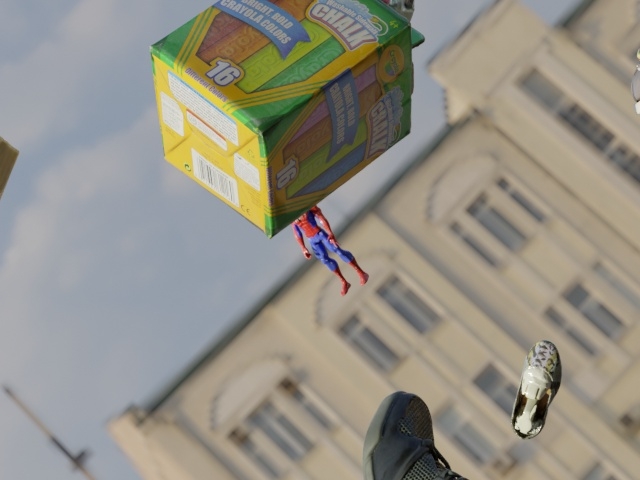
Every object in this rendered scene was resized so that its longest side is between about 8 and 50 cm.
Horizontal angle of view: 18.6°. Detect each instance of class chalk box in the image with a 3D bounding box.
[{"bbox_3d":[-0.011,-0.132,1.553,0.213,0.132,0.132,-39,-31,-25],"label":"chalk box"}]

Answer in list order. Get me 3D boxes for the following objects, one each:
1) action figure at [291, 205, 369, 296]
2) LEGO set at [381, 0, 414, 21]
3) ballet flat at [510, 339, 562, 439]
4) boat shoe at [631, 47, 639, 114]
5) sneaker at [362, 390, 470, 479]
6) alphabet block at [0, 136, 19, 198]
[{"bbox_3d":[0.000,0.000,1.826,0.038,0.115,0.030,-28,18,30],"label":"action figure"},{"bbox_3d":[-0.026,-0.270,2.319,0.132,0.287,0.107,-132,51,-72],"label":"LEGO set"},{"bbox_3d":[0.210,0.151,1.906,0.041,0.041,0.114,-30,-39,-41],"label":"ballet flat"},{"bbox_3d":[0.382,-0.194,2.033,0.117,0.096,0.324,-15,2,21],"label":"boat shoe"},{"bbox_3d":[0.100,0.209,1.607,0.130,0.087,0.227,-21,35,23],"label":"sneaker"},{"bbox_3d":[-0.475,-0.057,2.184,0.193,0.192,0.197,63,-134,-82],"label":"alphabet block"}]
